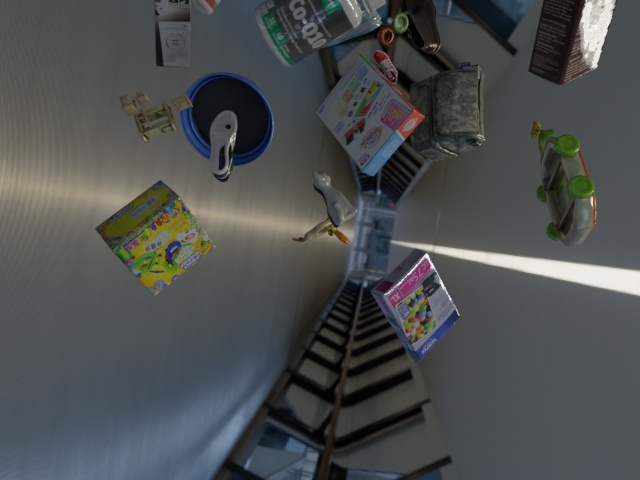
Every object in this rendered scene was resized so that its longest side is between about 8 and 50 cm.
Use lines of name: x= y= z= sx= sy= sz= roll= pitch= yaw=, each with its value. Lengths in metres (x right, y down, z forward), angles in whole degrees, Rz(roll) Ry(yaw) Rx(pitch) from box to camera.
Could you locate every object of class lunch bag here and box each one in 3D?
lunch bag: x=0.485 y=-0.473 z=1.934 sx=0.212 sy=0.256 sz=0.305 roll=15 pitch=73 yaw=-45

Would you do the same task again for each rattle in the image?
rattle: x=0.000 y=0.000 z=2.222 sx=0.143 sy=0.199 sz=0.130 roll=58 pitch=-4 yaw=-5

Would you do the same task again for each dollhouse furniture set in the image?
dollhouse furniture set: x=-0.502 y=-0.404 z=1.639 sx=0.161 sy=0.182 sz=0.101 roll=68 pitch=1 yaw=-77

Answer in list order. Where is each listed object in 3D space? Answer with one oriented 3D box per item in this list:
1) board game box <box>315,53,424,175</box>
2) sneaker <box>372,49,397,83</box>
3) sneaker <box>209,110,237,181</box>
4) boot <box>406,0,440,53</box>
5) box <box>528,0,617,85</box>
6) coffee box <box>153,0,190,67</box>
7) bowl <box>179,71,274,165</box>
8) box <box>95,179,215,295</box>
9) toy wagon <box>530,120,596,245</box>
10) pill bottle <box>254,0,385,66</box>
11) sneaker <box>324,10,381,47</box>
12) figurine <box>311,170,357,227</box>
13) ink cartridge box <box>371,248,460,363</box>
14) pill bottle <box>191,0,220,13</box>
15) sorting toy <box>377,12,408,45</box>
board game box: x=0.143 y=-0.394 z=1.637 sx=0.064 sy=0.316 sz=0.242 roll=12 pitch=127 yaw=-48
sneaker: x=0.211 y=-0.555 z=1.684 sx=0.118 sy=0.042 sz=0.067 roll=40 pitch=36 yaw=-31
sneaker: x=-0.308 y=-0.291 z=1.652 sx=0.121 sy=0.079 sz=0.217 roll=105 pitch=-6 yaw=-74
boot: x=0.329 y=-0.750 z=1.751 sx=0.207 sy=0.090 sz=0.248 roll=-26 pitch=93 yaw=-59
box: x=0.773 y=-0.689 z=1.575 sx=0.191 sy=0.143 sz=0.381 roll=-28 pitch=140 yaw=-21
coffee box: x=-0.510 y=-0.770 z=1.796 sx=0.168 sy=0.119 sz=0.297 roll=-110 pitch=-155 yaw=-45
bowl: x=-0.380 y=-0.501 z=2.158 sx=0.077 sy=0.391 sz=0.391 roll=-79 pitch=175 yaw=-57
box: x=-0.594 y=-0.008 z=1.906 sx=0.290 sy=0.177 sz=0.279 roll=-40 pitch=135 yaw=-16
toy wagon: x=0.626 y=-0.165 z=1.363 sx=0.267 sy=0.068 sz=0.344 roll=65 pitch=19 yaw=-64
pill bottle: x=-0.001 y=-0.704 z=1.586 sx=0.204 sy=0.361 sz=0.204 roll=55 pitch=19 yaw=-29
sneaker: x=0.066 y=-0.892 z=2.045 sx=0.208 sy=0.319 sz=0.127 roll=62 pitch=36 yaw=-29
figurine: x=0.033 y=-0.156 z=1.853 sx=0.209 sy=0.092 sz=0.215 roll=55 pitch=-1 yaw=2
ink cartridge box: x=0.282 y=0.197 z=1.467 sx=0.186 sy=0.065 sz=0.311 roll=-42 pitch=122 yaw=-18
pill bottle: x=-0.404 y=-1.084 z=2.018 sx=0.363 sy=0.210 sz=0.210 roll=-51 pitch=174 yaw=3
sorting toy: x=0.185 y=-0.573 z=1.404 sx=0.102 sy=0.042 sz=0.061 roll=-43 pitch=128 yaw=-5
